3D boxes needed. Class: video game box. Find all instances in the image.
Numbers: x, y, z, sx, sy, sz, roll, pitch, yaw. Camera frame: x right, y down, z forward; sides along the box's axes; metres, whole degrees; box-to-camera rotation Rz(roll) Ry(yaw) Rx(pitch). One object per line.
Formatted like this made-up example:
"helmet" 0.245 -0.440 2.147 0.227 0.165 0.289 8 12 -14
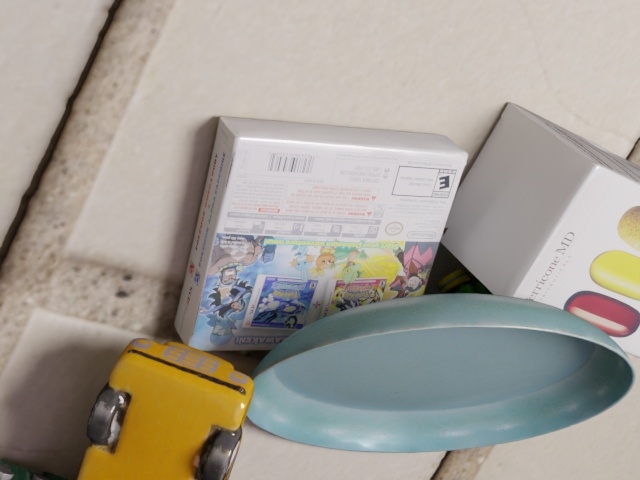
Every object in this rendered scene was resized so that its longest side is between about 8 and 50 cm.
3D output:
"video game box" 0.000 0.000 0.969 0.205 0.048 0.187 3 115 -27

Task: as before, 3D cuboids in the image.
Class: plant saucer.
"plant saucer" 0.093 0.111 0.987 0.317 0.044 0.317 -1 155 -1

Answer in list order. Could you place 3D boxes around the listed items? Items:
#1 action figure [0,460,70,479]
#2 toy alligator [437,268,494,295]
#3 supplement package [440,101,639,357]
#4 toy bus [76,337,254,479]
"action figure" -0.278 0.290 0.947 0.137 0.063 0.232 25 85 -31
"toy alligator" 0.113 0.061 1.030 0.051 0.056 0.189 -39 162 32
"supplement package" 0.243 0.004 1.033 0.244 0.134 0.139 20 107 -33
"toy bus" -0.144 0.236 0.961 0.108 0.130 0.333 20 105 3
